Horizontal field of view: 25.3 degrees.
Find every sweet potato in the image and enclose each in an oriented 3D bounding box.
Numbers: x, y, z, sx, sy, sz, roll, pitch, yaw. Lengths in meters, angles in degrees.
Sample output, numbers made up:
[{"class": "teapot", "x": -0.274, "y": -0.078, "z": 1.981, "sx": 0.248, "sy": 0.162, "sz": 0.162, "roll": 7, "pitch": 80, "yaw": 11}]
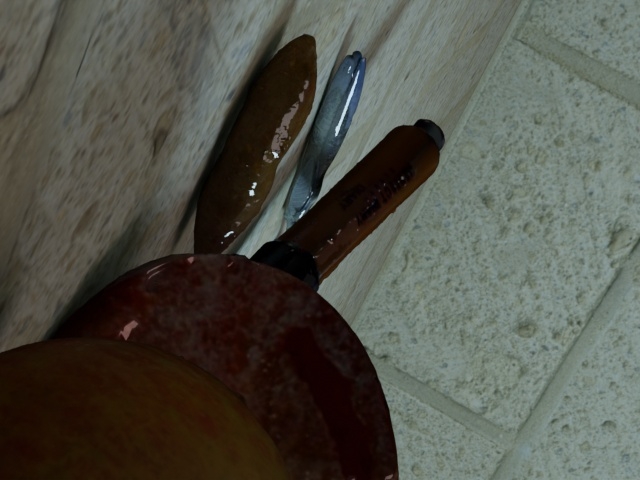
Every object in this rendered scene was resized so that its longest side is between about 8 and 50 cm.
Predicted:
[{"class": "sweet potato", "x": -0.056, "y": -0.065, "z": 1.137, "sx": 0.218, "sy": 0.051, "sz": 0.065, "roll": -62, "pitch": 175, "yaw": 16}]

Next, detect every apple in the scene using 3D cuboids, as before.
[{"class": "apple", "x": -0.168, "y": 0.189, "z": 0.767, "sx": 0.293, "sy": 0.251, "sz": 0.163, "roll": -58, "pitch": 153, "yaw": 7}]

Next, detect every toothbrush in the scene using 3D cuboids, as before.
[{"class": "toothbrush", "x": -0.013, "y": -0.059, "z": 1.535, "sx": 0.042, "sy": 0.035, "sz": 0.413, "roll": -51, "pitch": 169, "yaw": -39}]

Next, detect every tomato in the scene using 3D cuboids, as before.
[{"class": "tomato", "x": -0.103, "y": 0.168, "z": 1.040, "sx": 0.309, "sy": 0.309, "sz": 0.170, "roll": -57, "pitch": -174, "yaw": -21}]

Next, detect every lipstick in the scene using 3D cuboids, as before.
[{"class": "lipstick", "x": 0.000, "y": 0.000, "z": 1.494, "sx": 0.418, "sy": 0.077, "sz": 0.077, "roll": -44, "pitch": 166, "yaw": -34}]
